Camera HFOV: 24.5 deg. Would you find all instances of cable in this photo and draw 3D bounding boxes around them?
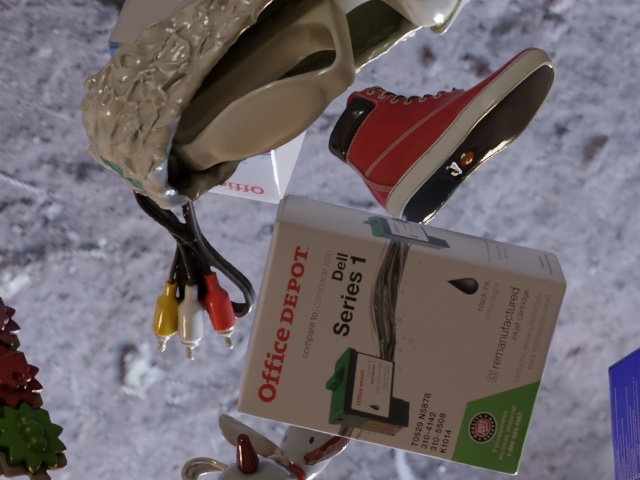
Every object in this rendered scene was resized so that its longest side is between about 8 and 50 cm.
[{"bbox_3d":[-0.162,0.025,1.884,0.140,0.072,0.287,-4,126,4],"label":"cable"}]

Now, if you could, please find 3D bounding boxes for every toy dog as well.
[{"bbox_3d":[-0.064,0.271,1.817,0.220,0.333,0.161,-3,106,-5],"label":"toy dog"}]

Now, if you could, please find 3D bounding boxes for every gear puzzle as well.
[{"bbox_3d":[-0.359,0.185,1.576,0.175,0.339,0.044,-2,142,-41],"label":"gear puzzle"}]

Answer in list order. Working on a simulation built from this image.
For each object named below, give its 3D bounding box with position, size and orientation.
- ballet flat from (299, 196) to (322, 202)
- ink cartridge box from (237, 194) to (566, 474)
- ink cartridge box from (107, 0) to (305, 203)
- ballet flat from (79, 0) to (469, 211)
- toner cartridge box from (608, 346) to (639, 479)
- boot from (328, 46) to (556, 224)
[{"bbox_3d":[0.000,0.000,1.462,0.068,0.072,0.213,-26,164,-16],"label":"ballet flat"},{"bbox_3d":[0.057,0.070,1.117,0.219,0.092,0.160,12,104,0],"label":"ink cartridge box"},{"bbox_3d":[-0.128,-0.213,1.879,0.270,0.198,0.197,85,18,-55],"label":"ink cartridge box"},{"bbox_3d":[0.017,-0.158,1.040,0.409,0.147,0.147,-38,133,2],"label":"ballet flat"},{"bbox_3d":[0.427,0.291,1.766,0.075,0.165,0.347,12,62,-18],"label":"toner cartridge box"},{"bbox_3d":[0.126,-0.153,1.626,0.244,0.176,0.088,-43,144,3],"label":"boot"}]
